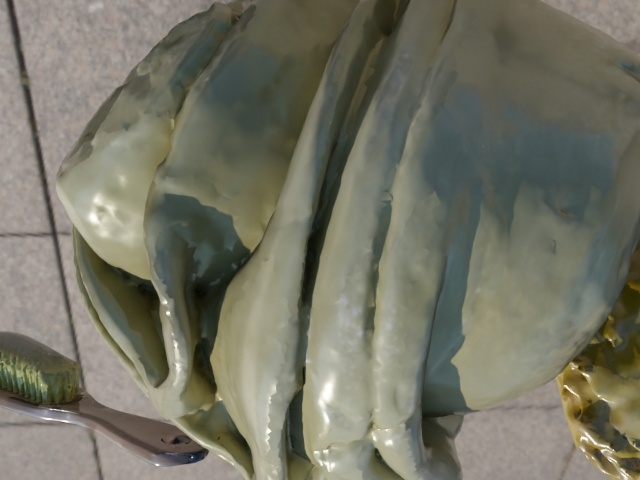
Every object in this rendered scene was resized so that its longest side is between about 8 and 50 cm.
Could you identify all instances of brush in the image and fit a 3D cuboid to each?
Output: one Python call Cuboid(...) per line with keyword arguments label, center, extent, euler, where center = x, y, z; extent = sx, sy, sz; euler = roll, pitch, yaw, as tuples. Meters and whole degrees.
Cuboid(label="brush", center=(-0.225, 0.137, 0.887), extent=(0.313, 0.072, 0.067), euler=(12, 110, 35))

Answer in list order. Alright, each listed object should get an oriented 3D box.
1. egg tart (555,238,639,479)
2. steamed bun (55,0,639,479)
Cuboid(label="egg tart", center=(0.300, 0.049, 0.654), extent=(0.351, 0.339, 0.153), euler=(44, 140, 11))
Cuboid(label="steamed bun", center=(0.001, -0.003, 0.477), extent=(0.203, 0.289, 0.276), euler=(0, 100, -49))
